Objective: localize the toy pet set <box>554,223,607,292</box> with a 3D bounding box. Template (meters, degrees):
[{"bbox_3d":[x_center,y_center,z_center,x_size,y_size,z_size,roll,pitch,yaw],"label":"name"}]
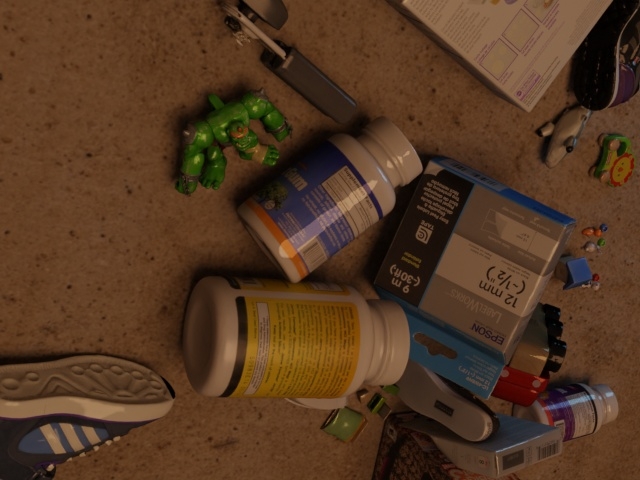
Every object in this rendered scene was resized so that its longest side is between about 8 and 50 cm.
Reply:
[{"bbox_3d":[0.503,0.046,2.181,0.114,0.065,0.122,-12,119,-23],"label":"toy pet set"}]

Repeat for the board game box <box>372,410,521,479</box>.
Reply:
[{"bbox_3d":[0.227,0.482,2.114,0.141,0.291,0.232,-2,115,-28],"label":"board game box"}]

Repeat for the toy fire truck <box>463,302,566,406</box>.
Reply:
[{"bbox_3d":[0.320,0.234,2.100,0.158,0.217,0.246,18,113,-1],"label":"toy fire truck"}]

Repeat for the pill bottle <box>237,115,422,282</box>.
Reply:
[{"bbox_3d":[0.019,-0.070,1.803,0.272,0.152,0.152,-38,126,-7],"label":"pill bottle"}]

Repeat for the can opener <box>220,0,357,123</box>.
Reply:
[{"bbox_3d":[-0.041,-0.275,1.712,0.093,0.074,0.280,-48,127,0],"label":"can opener"}]

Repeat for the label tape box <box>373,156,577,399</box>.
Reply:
[{"bbox_3d":[0.232,0.070,1.928,0.348,0.249,0.115,-66,164,13],"label":"label tape box"}]

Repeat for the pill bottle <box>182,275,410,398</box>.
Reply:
[{"bbox_3d":[-0.036,0.158,1.851,0.334,0.188,0.188,5,112,-24],"label":"pill bottle"}]

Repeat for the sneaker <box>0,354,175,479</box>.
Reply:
[{"bbox_3d":[-0.404,0.307,1.795,0.322,0.130,0.236,4,122,-35],"label":"sneaker"}]

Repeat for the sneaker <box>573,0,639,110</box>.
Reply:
[{"bbox_3d":[0.513,-0.365,1.971,0.124,0.107,0.283,-15,126,-39],"label":"sneaker"}]

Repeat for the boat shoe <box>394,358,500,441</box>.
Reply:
[{"bbox_3d":[0.223,0.277,2.061,0.076,0.228,0.080,3,111,-52],"label":"boat shoe"}]

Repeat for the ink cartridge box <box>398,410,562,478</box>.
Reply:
[{"bbox_3d":[0.286,0.357,2.091,0.189,0.232,0.066,-9,97,-42],"label":"ink cartridge box"}]

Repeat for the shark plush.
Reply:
[{"bbox_3d":[0.442,-0.203,2.047,0.161,0.073,0.067,-59,149,-16],"label":"shark plush"}]

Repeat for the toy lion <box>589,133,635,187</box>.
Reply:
[{"bbox_3d":[0.543,-0.145,2.129,0.096,0.034,0.100,-5,117,-34],"label":"toy lion"}]

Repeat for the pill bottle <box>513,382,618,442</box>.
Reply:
[{"bbox_3d":[0.488,0.342,2.299,0.193,0.108,0.108,-10,119,-25],"label":"pill bottle"}]

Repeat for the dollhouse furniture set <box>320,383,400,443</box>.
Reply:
[{"bbox_3d":[0.078,0.308,2.088,0.076,0.058,0.152,31,97,-36],"label":"dollhouse furniture set"}]

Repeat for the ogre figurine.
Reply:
[{"bbox_3d":[-0.135,-0.151,1.719,0.197,0.097,0.118,-16,141,-4],"label":"ogre figurine"}]

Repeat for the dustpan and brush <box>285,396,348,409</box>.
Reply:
[{"bbox_3d":[-0.052,0.226,1.984,0.211,0.060,0.147,-5,105,-33],"label":"dustpan and brush"}]

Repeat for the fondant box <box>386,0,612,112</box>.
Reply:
[{"bbox_3d":[0.279,-0.387,1.817,0.330,0.096,0.238,32,97,-37],"label":"fondant box"}]

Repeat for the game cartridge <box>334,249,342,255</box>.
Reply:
[{"bbox_3d":[0.000,0.000,1.914,0.083,0.017,0.056,-4,120,-27],"label":"game cartridge"}]
